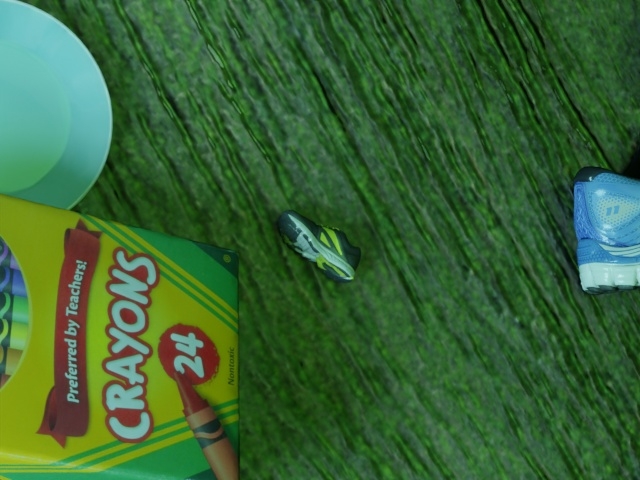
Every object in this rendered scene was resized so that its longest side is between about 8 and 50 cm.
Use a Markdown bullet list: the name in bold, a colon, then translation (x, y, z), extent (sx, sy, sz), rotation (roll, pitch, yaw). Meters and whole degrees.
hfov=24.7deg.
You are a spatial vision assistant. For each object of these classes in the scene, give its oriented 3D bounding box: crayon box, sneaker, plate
- **crayon box**: translation (-0.212, 0.076, 1.049), extent (0.319, 0.081, 0.202), rotation (14, 58, -28)
- **sneaker**: translation (0.000, 0.000, 1.236), extent (0.083, 0.031, 0.035), rotation (43, 55, -17)
- **sneaker**: translation (0.376, -0.055, 1.356), extent (0.330, 0.130, 0.147), rotation (-15, 91, -25)
- **plate**: translation (-0.255, -0.096, 1.134), extent (0.188, 0.024, 0.188), rotation (4, 80, -24)
